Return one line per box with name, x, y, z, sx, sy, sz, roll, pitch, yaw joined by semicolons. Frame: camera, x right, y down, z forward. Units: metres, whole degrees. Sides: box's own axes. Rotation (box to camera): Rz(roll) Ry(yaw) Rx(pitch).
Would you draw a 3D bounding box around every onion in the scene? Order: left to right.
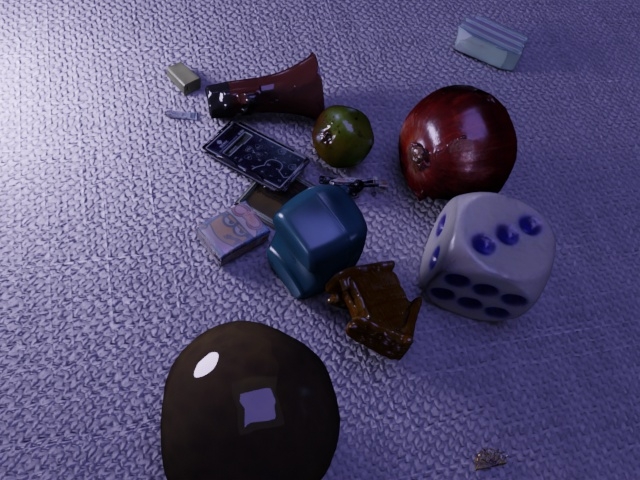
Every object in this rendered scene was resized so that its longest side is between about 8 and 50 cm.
onion;0.378;-0.263;1.798;0.341;0.341;0.341;5;57;-8

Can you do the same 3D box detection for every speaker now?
speaker;-0.144;-0.390;1.863;0.329;0.198;0.259;-14;42;-12

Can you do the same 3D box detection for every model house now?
model house;0.131;0.178;1.547;0.219;0.199;0.229;-11;62;-27

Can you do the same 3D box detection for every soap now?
soap;0.573;-0.672;2.248;0.230;0.091;0.145;27;54;6

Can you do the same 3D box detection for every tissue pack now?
tissue pack;-0.222;-0.017;1.683;0.155;0.065;0.115;-29;70;-27
tissue pack;0.000;0.000;1.583;0.206;0.287;0.198;-30;70;-21

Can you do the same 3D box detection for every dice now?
dice;0.417;0.043;1.678;0.259;0.243;0.251;20;56;-2

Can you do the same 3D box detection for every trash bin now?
trash bin;-0.405;-0.480;1.950;0.061;0.043;0.092;-35;70;-28

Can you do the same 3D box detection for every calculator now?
calculator;-0.177;-0.238;1.841;0.274;0.028;0.166;28;56;14

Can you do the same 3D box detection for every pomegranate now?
pomegranate;0.079;-0.292;1.871;0.209;0.180;0.180;-5;54;-49

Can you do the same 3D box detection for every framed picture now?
framed picture;-0.077;-0.101;1.796;0.252;0.014;0.197;31;58;8

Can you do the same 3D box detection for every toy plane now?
toy plane;0.099;-0.155;1.842;0.197;0.053;0.078;-2;30;-10

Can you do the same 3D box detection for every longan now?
longan;-0.150;0.350;1.315;0.404;0.336;0.405;-15;56;23

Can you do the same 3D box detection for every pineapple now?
pineapple;0.387;0.497;1.514;0.083;0.019;0.045;-5;63;-12

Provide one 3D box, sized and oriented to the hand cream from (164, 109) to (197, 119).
hand cream;-0.399;-0.359;1.894;0.093;0.019;0.030;4;55;-17
